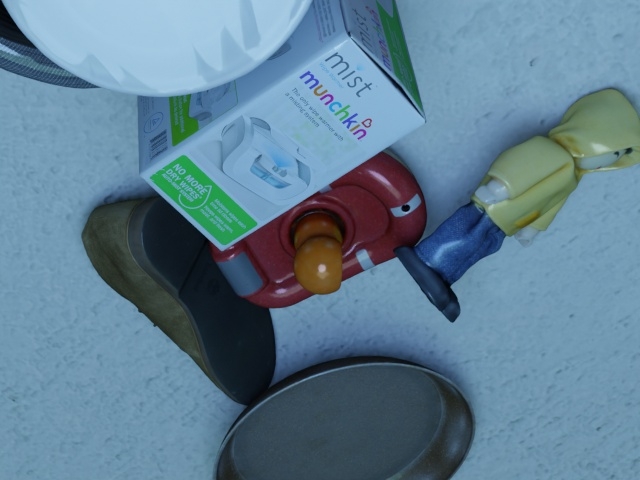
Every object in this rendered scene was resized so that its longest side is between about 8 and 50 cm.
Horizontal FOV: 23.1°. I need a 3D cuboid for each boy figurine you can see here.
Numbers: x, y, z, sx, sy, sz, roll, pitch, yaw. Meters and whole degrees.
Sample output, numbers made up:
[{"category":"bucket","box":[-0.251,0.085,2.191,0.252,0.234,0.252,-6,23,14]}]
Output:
[{"category":"boy figurine","box":[0.212,-0.040,1.609,0.285,0.092,0.177,-38,155,1]}]

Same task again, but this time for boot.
[{"category":"boot","box":[-0.149,0.065,1.718,0.115,0.112,0.305,1,137,37]}]

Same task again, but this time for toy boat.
[{"category":"toy boat","box":[0.000,0.000,1.617,0.231,0.151,0.151,-26,122,9]}]

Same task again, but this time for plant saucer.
[{"category":"plant saucer","box":[0.024,0.232,1.808,0.310,0.050,0.311,-11,135,-11]}]

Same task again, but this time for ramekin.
[{"category":"ramekin","box":[-0.135,-0.264,1.301,0.272,0.127,0.273,-2,113,-6]}]

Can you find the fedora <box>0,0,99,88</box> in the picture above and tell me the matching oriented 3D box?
[{"category":"fedora","box":[-0.249,-0.279,1.440,0.275,0.124,0.244,19,121,-10]}]

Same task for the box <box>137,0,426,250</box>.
[{"category":"box","box":[-0.046,-0.164,1.434,0.231,0.262,0.127,-32,127,18]}]
